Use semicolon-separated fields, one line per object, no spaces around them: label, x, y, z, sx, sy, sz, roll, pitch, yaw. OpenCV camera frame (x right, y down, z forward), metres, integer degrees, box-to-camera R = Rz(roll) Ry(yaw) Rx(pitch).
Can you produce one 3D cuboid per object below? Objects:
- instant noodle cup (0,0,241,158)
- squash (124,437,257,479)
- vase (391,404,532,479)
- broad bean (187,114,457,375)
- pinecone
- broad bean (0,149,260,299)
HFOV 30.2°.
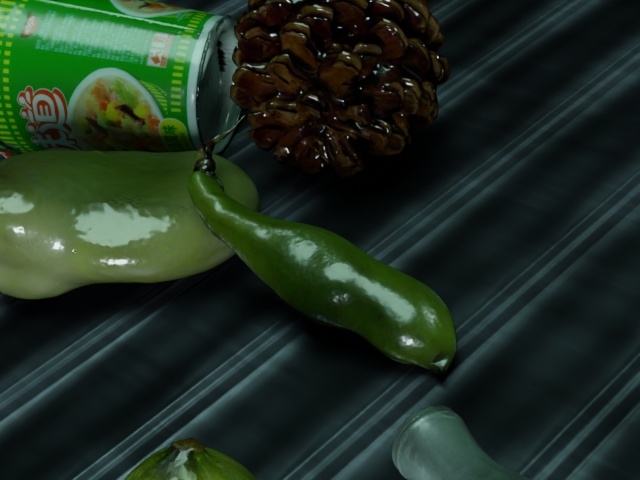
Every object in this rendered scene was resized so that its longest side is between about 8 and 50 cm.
instant noodle cup;-0.208;-0.168;1.233;0.232;0.207;0.207;9;40;13
squash;-0.065;0.196;0.681;0.123;0.187;0.123;-5;31;3
vase;0.121;0.179;0.737;0.086;0.086;0.214;-25;33;-17
broad bean;-0.009;0.007;0.969;0.098;0.056;0.318;-40;61;-9
pinecone;0.010;-0.158;1.124;0.221;0.221;0.221;-8;36;6
broad bean;-0.188;-0.020;1.087;0.263;0.121;0.189;-1;31;-9
